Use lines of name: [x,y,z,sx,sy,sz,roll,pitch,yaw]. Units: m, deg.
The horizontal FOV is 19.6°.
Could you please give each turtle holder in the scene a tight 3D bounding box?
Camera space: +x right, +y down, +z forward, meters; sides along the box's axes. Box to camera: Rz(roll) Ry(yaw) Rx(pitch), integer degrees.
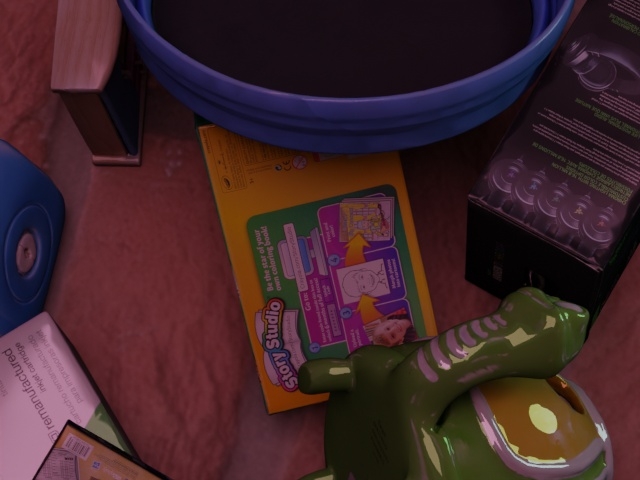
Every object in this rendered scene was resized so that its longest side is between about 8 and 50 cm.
turtle holder: [0.114,0.169,1.536,0.227,0.243,0.320,-9,109,-20]

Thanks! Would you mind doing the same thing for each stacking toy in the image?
stacking toy: [-0.402,-0.004,1.708,0.302,0.175,0.165,7,70,18]

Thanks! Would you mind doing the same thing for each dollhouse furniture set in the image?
dollhouse furniture set: [-0.070,-0.207,1.710,0.303,0.198,0.286,1,73,4]

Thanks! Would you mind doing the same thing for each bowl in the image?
bowl: [0.019,-0.221,1.576,0.391,0.077,0.391,1,46,-1]

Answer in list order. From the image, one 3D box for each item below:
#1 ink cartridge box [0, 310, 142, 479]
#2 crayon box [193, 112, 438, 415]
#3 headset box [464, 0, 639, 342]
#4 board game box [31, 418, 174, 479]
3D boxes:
ink cartridge box: [-0.303,0.233,1.627,0.289,0.121,0.211,-32,74,-6]
crayon box: [0.000,0.000,1.624,0.165,0.081,0.278,-13,110,-1]
headset box: [0.239,-0.069,1.618,0.131,0.246,0.283,30,76,12]
board game box: [-0.147,0.280,1.536,0.243,0.042,0.165,32,86,-5]
